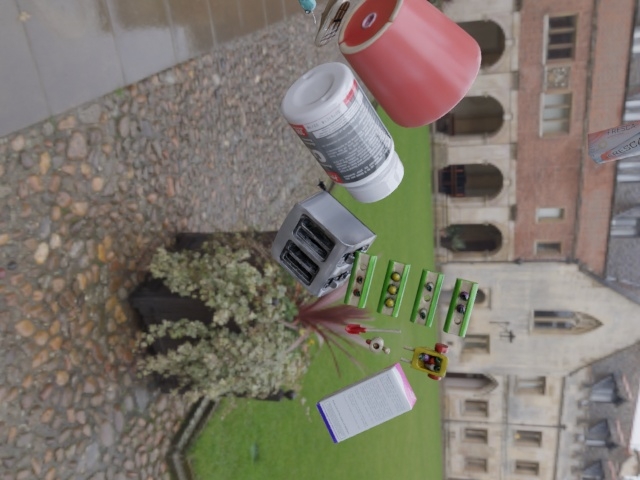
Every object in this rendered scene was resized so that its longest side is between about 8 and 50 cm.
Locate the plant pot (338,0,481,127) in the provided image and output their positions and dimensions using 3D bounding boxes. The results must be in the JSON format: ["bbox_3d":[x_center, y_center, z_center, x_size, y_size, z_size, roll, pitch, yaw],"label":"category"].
[{"bbox_3d":[0.188,-0.436,1.354,0.243,0.274,0.275,32,52,-35],"label":"plant pot"}]

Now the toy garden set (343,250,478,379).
[{"bbox_3d":[0.161,0.150,1.141,0.049,0.244,0.204,-27,130,-77],"label":"toy garden set"}]

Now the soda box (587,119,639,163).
[{"bbox_3d":[0.736,-0.239,1.395,0.058,0.183,0.063,22,67,-39],"label":"soda box"}]

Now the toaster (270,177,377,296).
[{"bbox_3d":[0.000,0.000,1.239,0.110,0.185,0.168,-29,157,-50],"label":"toaster"}]

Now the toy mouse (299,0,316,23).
[{"bbox_3d":[-0.034,-0.596,1.419,0.143,0.031,0.161,59,20,-27],"label":"toy mouse"}]

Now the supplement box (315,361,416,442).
[{"bbox_3d":[0.119,0.410,1.493,0.114,0.220,0.111,63,14,10],"label":"supplement box"}]

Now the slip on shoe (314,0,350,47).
[{"bbox_3d":[0.019,-0.506,1.347,0.051,0.041,0.135,-26,161,-39],"label":"slip on shoe"}]

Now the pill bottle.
[{"bbox_3d":[0.056,-0.216,1.238,0.283,0.161,0.161,49,38,-40],"label":"pill bottle"}]
